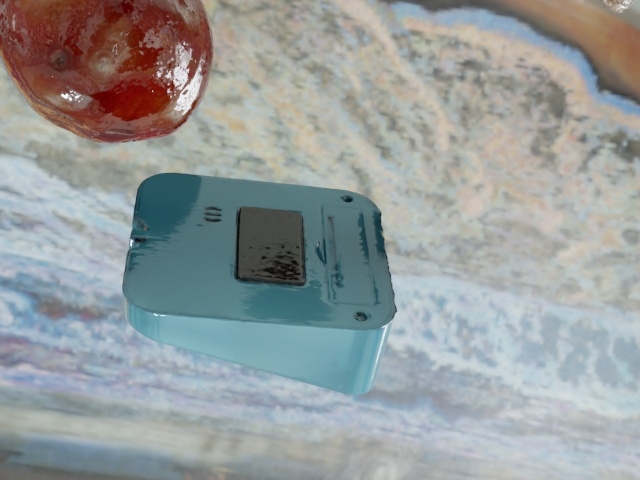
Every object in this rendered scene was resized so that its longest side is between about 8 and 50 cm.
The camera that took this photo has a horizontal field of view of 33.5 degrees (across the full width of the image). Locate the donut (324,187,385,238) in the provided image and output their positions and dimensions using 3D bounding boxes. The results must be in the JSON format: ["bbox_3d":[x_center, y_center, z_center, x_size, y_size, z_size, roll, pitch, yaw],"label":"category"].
[{"bbox_3d":[0.000,0.000,1.411,0.175,0.174,0.068,10,148,16],"label":"donut"}]

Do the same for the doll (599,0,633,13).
[{"bbox_3d":[0.322,-0.435,1.297,0.156,0.201,0.303,-26,119,34],"label":"doll"}]

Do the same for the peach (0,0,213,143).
[{"bbox_3d":[-0.224,-0.209,1.119,0.243,0.243,0.199,17,139,-41],"label":"peach"}]

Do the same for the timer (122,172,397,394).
[{"bbox_3d":[-0.063,0.033,1.029,0.250,0.091,0.232,9,-145,-9],"label":"timer"}]
